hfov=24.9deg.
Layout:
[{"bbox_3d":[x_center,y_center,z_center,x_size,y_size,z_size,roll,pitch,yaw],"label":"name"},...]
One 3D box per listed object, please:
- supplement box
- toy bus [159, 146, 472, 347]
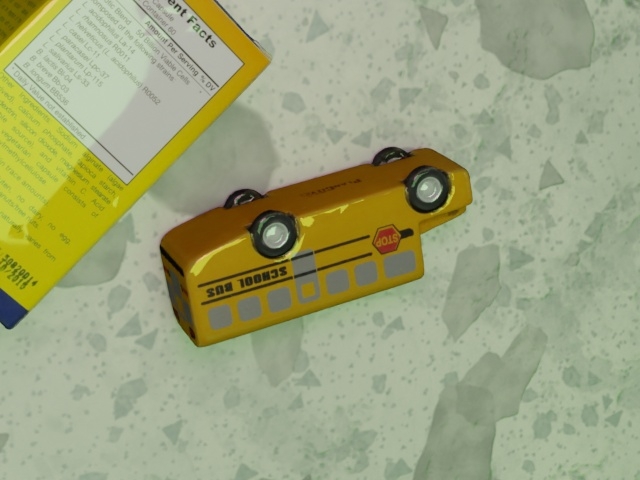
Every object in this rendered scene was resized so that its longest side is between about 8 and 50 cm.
[{"bbox_3d":[-0.256,-0.127,1.381,0.356,0.195,0.194,-46,117,-3],"label":"supplement box"},{"bbox_3d":[0.000,0.000,1.571,0.333,0.108,0.130,-17,112,-17],"label":"toy bus"}]
